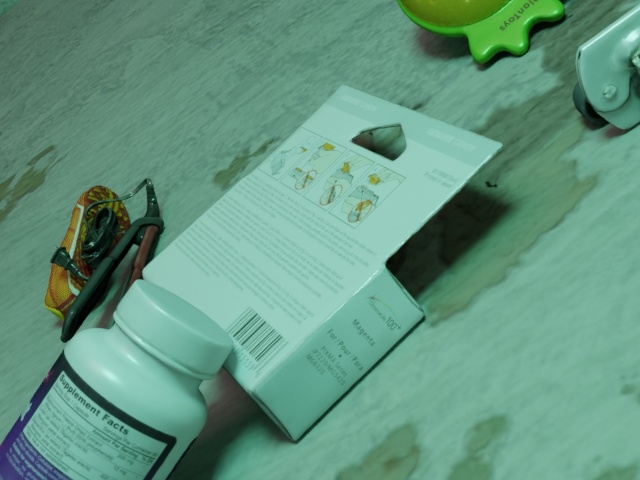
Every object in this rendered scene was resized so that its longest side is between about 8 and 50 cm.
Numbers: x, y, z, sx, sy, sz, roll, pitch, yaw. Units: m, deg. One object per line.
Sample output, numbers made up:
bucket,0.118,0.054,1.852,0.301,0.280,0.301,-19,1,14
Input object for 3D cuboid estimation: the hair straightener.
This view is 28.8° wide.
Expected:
hair straightener,-0.200,0.010,1.146,0.230,0.089,0.047,-78,10,-49

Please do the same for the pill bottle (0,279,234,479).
pill bottle,-0.144,0.127,0.834,0.193,0.108,0.108,-55,27,4

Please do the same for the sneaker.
sneaker,-0.236,0.006,1.231,0.067,0.064,0.175,-36,23,29

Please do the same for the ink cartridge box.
ink cartridge box,0.000,0.000,0.948,0.239,0.060,0.275,-43,27,-7

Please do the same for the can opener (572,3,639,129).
can opener,0.288,-0.179,0.841,0.280,0.074,0.093,-35,27,9

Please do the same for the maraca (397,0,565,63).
maraca,0.136,-0.227,1.084,0.127,0.099,0.186,-46,52,6
